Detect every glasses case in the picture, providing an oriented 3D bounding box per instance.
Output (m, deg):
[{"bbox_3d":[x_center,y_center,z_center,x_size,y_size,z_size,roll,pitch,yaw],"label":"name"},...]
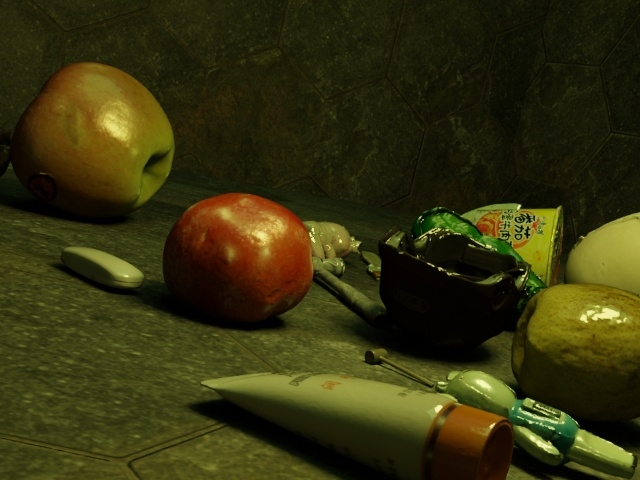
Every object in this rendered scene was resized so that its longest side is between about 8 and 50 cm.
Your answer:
[{"bbox_3d":[-0.340,0.042,1.346,0.164,0.041,0.063,18,8,37],"label":"glasses case"}]

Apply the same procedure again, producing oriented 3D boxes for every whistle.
[{"bbox_3d":[0.240,0.215,0.989,0.235,0.077,0.114,22,19,17],"label":"whistle"}]

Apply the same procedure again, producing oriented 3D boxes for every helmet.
[{"bbox_3d":[0.201,0.090,1.430,0.225,0.177,0.305,29,22,36],"label":"helmet"}]

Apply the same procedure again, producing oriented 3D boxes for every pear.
[{"bbox_3d":[0.381,0.155,1.205,0.211,0.189,0.228,11,5,5],"label":"pear"}]

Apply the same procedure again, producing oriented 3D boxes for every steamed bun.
[{"bbox_3d":[0.700,0.105,1.789,0.374,0.242,0.374,-5,-26,-3],"label":"steamed bun"}]

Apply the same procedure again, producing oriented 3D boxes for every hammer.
[{"bbox_3d":[0.047,0.090,1.672,0.152,0.044,0.427,9,9,-25],"label":"hammer"},{"bbox_3d":[0.113,0.182,1.220,0.110,0.019,0.035,25,13,36],"label":"hammer"}]

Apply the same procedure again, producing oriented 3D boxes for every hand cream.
[{"bbox_3d":[0.036,0.180,0.877,0.314,0.089,0.139,9,2,31],"label":"hand cream"}]

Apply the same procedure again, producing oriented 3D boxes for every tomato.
[{"bbox_3d":[-0.128,0.021,1.320,0.231,0.189,0.232,10,7,-1],"label":"tomato"}]

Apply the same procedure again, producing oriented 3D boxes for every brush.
[{"bbox_3d":[0.140,0.061,2.120,0.085,0.020,0.336,12,8,-9],"label":"brush"}]

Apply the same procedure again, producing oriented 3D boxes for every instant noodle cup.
[{"bbox_3d":[0.464,0.036,2.074,0.200,0.265,0.264,7,5,19],"label":"instant noodle cup"}]

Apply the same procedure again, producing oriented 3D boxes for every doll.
[{"bbox_3d":[0.000,0.000,2.057,0.149,0.095,0.192,16,10,37],"label":"doll"}]

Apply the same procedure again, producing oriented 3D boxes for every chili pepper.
[{"bbox_3d":[0.319,0.079,1.813,0.213,0.168,0.385,-10,32,-34],"label":"chili pepper"}]

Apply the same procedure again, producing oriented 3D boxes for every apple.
[{"bbox_3d":[-0.481,-0.195,1.867,0.305,0.339,0.338,32,6,-5],"label":"apple"}]

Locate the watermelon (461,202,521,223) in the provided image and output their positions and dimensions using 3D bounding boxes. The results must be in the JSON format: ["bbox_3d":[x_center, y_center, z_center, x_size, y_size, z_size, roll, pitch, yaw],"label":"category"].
[{"bbox_3d":[0.461,0.027,2.319,0.319,0.289,0.214,23,31,-32],"label":"watermelon"}]

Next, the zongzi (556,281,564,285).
[{"bbox_3d":[0.724,0.148,2.182,0.317,0.154,0.289,-5,3,25],"label":"zongzi"}]

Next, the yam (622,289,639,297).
[{"bbox_3d":[0.517,0.175,1.429,0.161,0.161,0.268,14,7,3],"label":"yam"}]

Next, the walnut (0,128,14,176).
[{"bbox_3d":[-0.787,-0.179,1.847,0.238,0.141,0.204,13,20,-6],"label":"walnut"}]
